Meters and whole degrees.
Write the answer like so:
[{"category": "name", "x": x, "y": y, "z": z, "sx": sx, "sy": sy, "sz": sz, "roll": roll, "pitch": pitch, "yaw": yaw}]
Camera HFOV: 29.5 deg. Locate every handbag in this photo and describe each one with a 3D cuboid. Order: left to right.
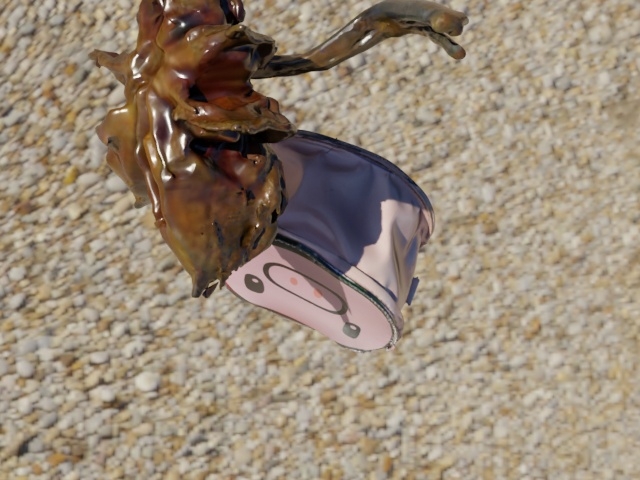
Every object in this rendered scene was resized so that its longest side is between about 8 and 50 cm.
[{"category": "handbag", "x": -0.001, "y": 0.001, "z": 1.107, "sx": 0.205, "sy": 0.179, "sz": 0.116, "roll": 24, "pitch": 64, "yaw": 5}]

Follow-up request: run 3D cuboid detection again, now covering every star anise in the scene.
[{"category": "star anise", "x": -0.049, "y": -0.097, "z": 0.875, "sx": 0.148, "sy": 0.346, "sz": 0.237, "roll": 0, "pitch": 70, "yaw": -56}]
